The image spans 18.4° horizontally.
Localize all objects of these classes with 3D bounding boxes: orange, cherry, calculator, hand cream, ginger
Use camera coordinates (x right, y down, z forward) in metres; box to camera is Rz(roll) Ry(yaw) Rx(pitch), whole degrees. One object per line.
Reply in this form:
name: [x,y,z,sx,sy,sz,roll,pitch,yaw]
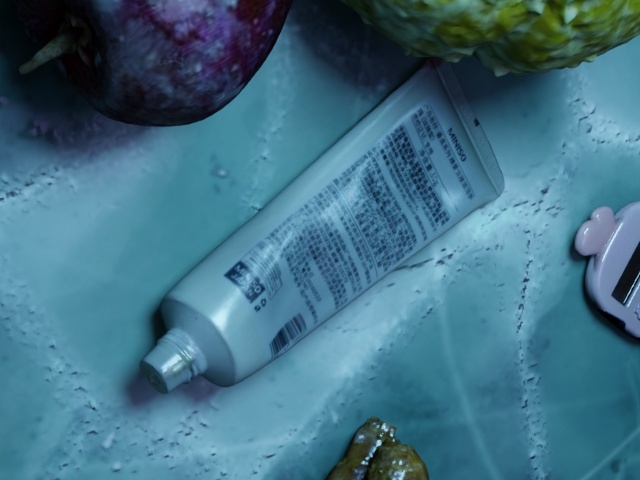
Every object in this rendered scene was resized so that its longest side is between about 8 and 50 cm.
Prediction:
orange: [0.079,-0.252,1.328,0.210,0.271,0.369,-38,115,-6]
cherry: [-0.107,-0.174,1.285,0.195,0.195,0.195,-3,97,-29]
calculator: [0.264,0.026,1.597,0.166,0.024,0.103,36,79,-29]
hand cream: [0.000,0.000,1.434,0.340,0.077,0.124,-39,112,-28]
ginger: [0.032,0.211,1.443,0.073,0.103,0.162,21,83,-39]
